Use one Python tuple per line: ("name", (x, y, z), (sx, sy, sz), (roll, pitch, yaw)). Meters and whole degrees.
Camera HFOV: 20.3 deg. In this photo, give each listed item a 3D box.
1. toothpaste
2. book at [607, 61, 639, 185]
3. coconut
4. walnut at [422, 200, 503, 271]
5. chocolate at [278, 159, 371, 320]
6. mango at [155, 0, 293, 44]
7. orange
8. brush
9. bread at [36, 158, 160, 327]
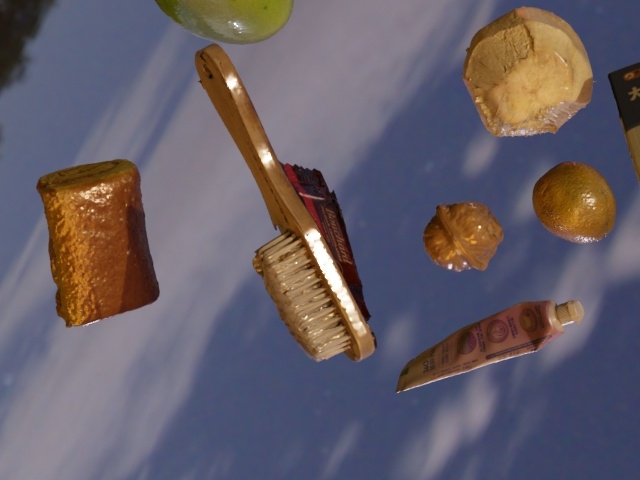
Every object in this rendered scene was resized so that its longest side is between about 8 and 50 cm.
("toothpaste", (0.238, 0.147, 2.550), (0.301, 0.048, 0.075), (-23, -129, 29))
("book", (0.497, -0.147, 2.248), (0.228, 0.018, 0.322), (-17, -138, 10))
("coconut", (0.288, -0.234, 2.489), (0.194, 0.194, 0.194), (-55, -162, 27))
("walnut", (0.147, -0.004, 1.844), (0.079, 0.082, 0.096), (-34, 172, 14))
("chocolate", (0.000, 0.000, 1.793), (0.028, 0.086, 0.182), (-31, -114, 31))
("mango", (-0.156, -0.372, 2.458), (0.343, 0.192, 0.156), (41, 58, -66))
("orange", (0.275, -0.039, 1.926), (0.085, 0.095, 0.085), (-46, 172, -8))
("brush", (-0.049, -0.026, 1.666), (0.065, 0.327, 0.070), (-27, -175, -18))
("bread", (-0.260, 0.000, 2.069), (0.103, 0.132, 0.172), (20, -57, 59))
